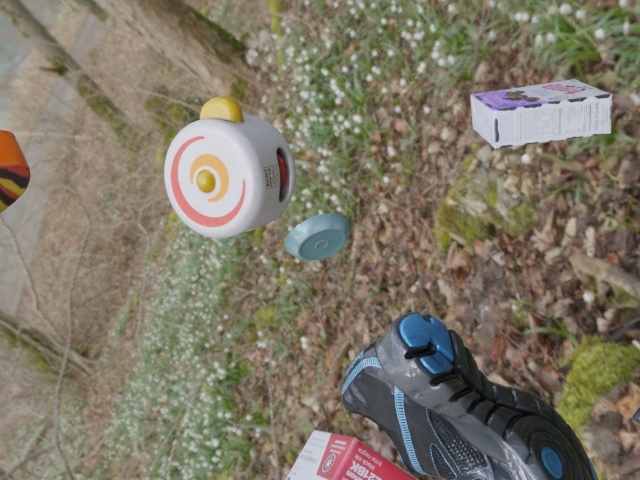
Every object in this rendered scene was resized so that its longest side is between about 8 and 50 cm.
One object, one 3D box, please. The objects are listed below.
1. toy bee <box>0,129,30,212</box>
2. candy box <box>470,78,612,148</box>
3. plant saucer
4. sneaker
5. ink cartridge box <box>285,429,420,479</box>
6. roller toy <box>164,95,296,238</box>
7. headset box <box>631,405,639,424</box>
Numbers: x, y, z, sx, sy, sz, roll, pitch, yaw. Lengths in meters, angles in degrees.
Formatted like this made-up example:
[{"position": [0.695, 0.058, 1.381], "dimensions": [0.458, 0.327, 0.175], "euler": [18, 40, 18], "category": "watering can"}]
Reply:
[{"position": [-0.434, -0.047, 0.602], "dimensions": [0.162, 0.298, 0.195], "euler": [-51, 38, 31], "category": "toy bee"}, {"position": [0.378, -0.223, 1.173], "dimensions": [0.196, 0.070, 0.165], "euler": [-8, 21, 1], "category": "candy box"}, {"position": [0.000, 0.000, 1.126], "dimensions": [0.119, 0.119, 0.021], "euler": [-33, 56, 15], "category": "plant saucer"}, {"position": [0.176, 0.226, 0.757], "dimensions": [0.139, 0.341, 0.125], "euler": [-44, 4, 35], "category": "sneaker"}, {"position": [-0.008, 0.406, 0.898], "dimensions": [0.273, 0.114, 0.197], "euler": [-58, 8, -20], "category": "ink cartridge box"}, {"position": [-0.148, -0.106, 1.091], "dimensions": [0.209, 0.191, 0.146], "euler": [-49, -11, 28], "category": "roller toy"}, {"position": [0.186, 0.064, 0.285], "dimensions": [0.083, 0.032, 0.062], "euler": [-52, 21, 1], "category": "headset box"}]
